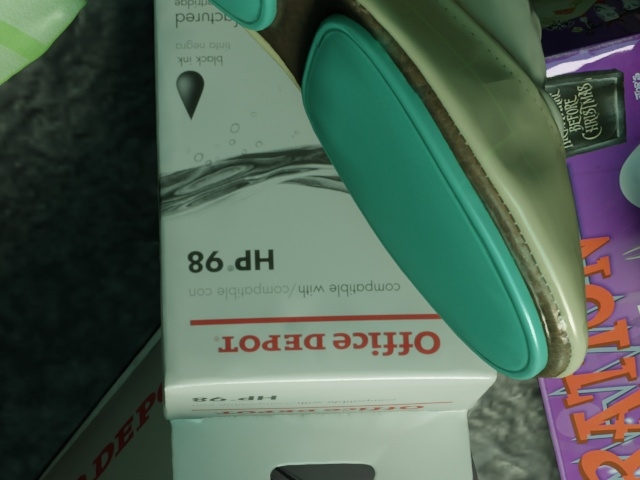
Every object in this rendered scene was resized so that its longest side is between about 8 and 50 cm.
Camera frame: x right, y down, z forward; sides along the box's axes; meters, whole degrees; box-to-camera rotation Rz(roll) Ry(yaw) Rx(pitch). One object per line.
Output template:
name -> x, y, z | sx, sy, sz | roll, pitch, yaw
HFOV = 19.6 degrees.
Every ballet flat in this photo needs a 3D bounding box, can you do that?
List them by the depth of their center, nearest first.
ballet flat -> 0.014, -0.075, 0.541 | 0.086, 0.086, 0.248 | -42, 84, 25

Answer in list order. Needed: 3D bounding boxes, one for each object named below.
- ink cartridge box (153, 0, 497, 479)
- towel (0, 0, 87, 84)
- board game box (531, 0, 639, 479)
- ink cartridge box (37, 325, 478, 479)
ink cartridge box -> 0.000, 0.000, 0.595 | 0.104, 0.180, 0.060 | -2, 165, -5
towel -> -0.163, -0.071, 0.591 | 0.113, 0.023, 0.152 | -37, 142, 26
board game box -> 0.187, 0.038, 0.730 | 0.208, 0.056, 0.347 | -11, 129, 9
ink cartridge box -> -0.031, 0.185, 0.671 | 0.121, 0.289, 0.211 | 26, 122, -27
